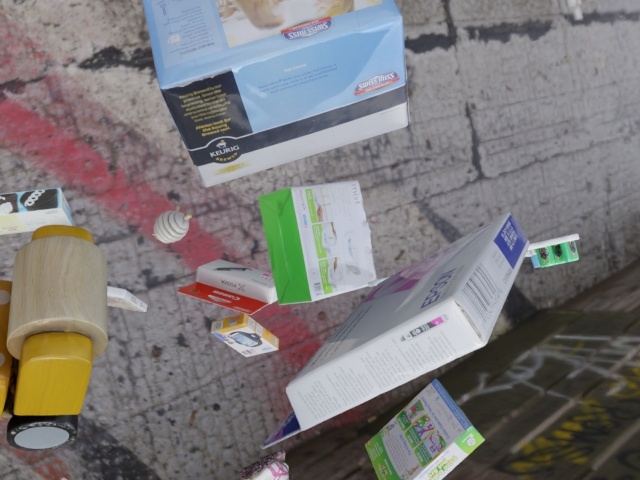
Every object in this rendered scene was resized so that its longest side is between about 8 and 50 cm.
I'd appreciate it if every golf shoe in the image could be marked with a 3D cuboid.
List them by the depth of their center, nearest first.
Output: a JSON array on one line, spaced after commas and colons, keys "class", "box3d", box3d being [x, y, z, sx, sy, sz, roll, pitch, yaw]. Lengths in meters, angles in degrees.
[{"class": "golf shoe", "box3d": [-0.102, 0.477, 1.344, 0.186, 0.067, 0.086, 26, 44, -71]}]

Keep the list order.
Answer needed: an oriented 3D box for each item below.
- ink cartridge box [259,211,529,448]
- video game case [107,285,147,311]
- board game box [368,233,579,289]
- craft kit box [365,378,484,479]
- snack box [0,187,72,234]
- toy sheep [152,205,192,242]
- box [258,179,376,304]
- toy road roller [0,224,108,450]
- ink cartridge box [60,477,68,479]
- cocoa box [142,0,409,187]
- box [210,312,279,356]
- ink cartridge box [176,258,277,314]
[{"class": "ink cartridge box", "box3d": [0.092, 0.105, 0.864, 0.071, 0.330, 0.324, 57, 30, -2]}, {"class": "video game case", "box3d": [-0.592, 0.142, 1.763, 0.227, 0.206, 0.026, 9, 74, 4]}, {"class": "board game box", "box3d": [0.326, 0.062, 1.405, 0.390, 0.390, 0.050, 7, 70, -74]}, {"class": "craft kit box", "box3d": [0.230, 0.466, 1.546, 0.247, 0.250, 0.061, -41, 105, 2]}, {"class": "snack box", "box3d": [-0.803, -0.063, 1.676, 0.322, 0.187, 0.060, -8, 79, -15]}, {"class": "toy sheep", "box3d": [-0.385, -0.040, 1.743, 0.091, 0.132, 0.091, 38, 33, -31]}, {"class": "box", "box3d": [0.000, 0.000, 1.585, 0.231, 0.127, 0.262, -12, 91, -45]}, {"class": "toy road roller", "box3d": [-0.430, 0.137, 0.888, 0.241, 0.329, 0.202, 8, 47, -27]}, {"class": "ink cartridge box", "box3d": [-0.499, 0.613, 1.477, 0.046, 0.207, 0.097, -48, 152, -25]}, {"class": "cocoa box", "box3d": [-0.064, -0.277, 1.029, 0.347, 0.228, 0.231, -17, 57, -1]}, {"class": "box", "box3d": [-0.144, 0.193, 1.329, 0.136, 0.081, 0.028, 47, 36, -41]}, {"class": "ink cartridge box", "box3d": [-0.273, 0.140, 2.107, 0.239, 0.275, 0.060, -23, 125, -64]}]
